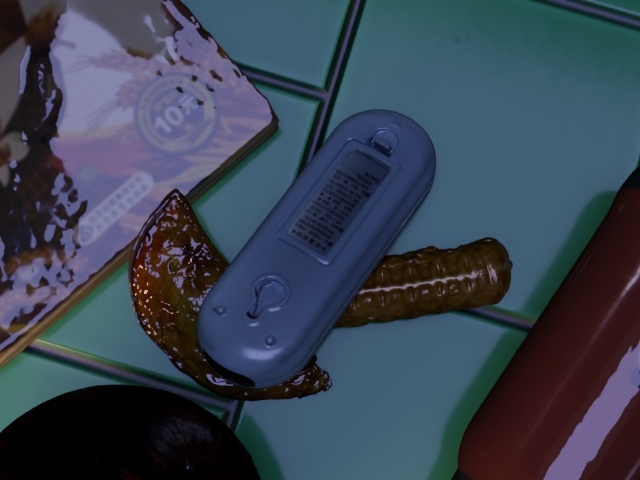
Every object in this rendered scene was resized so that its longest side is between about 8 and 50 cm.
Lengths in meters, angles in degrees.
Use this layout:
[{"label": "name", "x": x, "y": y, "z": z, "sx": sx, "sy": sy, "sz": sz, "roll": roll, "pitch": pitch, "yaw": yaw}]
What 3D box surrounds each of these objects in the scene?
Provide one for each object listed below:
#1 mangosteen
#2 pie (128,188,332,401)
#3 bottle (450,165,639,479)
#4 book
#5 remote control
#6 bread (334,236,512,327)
[{"label": "mangosteen", "x": -0.155, "y": 0.220, "z": 0.848, "sx": 0.265, "sy": 0.228, "sz": 0.228, "roll": -35, "pitch": 84, "yaw": 33}, {"label": "pie", "x": -0.080, "y": 0.062, "z": 0.927, "sx": 0.088, "sy": 0.033, "sz": 0.191, "roll": -38, "pitch": 97, "yaw": 8}, {"label": "bottle", "x": 0.190, "y": 0.117, "z": 0.873, "sx": 0.144, "sy": 0.144, "sz": 0.336, "roll": 35, "pitch": 87, "yaw": 4}, {"label": "book", "x": -0.278, "y": -0.154, "z": 0.959, "sx": 0.300, "sy": 0.039, "sz": 0.428, "roll": -41, "pitch": 86, "yaw": -3}, {"label": "remote control", "x": 0.000, "y": 0.000, "z": 0.903, "sx": 0.087, "sy": 0.047, "sz": 0.244, "roll": 30, "pitch": 68, "yaw": 14}, {"label": "bread", "x": 0.066, "y": 0.032, "z": 0.932, "sx": 0.157, "sy": 0.044, "sz": 0.052, "roll": -9, "pitch": 70, "yaw": 0}]
